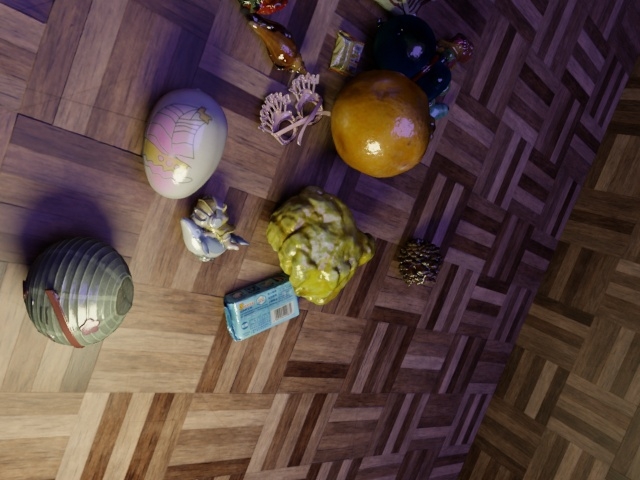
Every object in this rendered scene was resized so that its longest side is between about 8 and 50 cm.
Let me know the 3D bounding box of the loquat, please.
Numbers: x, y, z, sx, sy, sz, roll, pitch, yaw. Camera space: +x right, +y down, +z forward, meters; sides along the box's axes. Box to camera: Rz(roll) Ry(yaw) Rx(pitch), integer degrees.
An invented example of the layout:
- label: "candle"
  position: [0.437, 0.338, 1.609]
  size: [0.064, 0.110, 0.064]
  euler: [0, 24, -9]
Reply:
- label: "loquat"
  position: [0.185, -0.354, 1.401]
  size: [0.328, 0.328, 0.328]
  euler: [-15, 116, -33]

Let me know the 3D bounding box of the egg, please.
- label: "egg"
  position: [-0.338, -0.236, 1.125]
  size: [0.196, 0.196, 0.271]
  euler: [29, 90, -41]

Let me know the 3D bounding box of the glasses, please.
- label: "glasses"
  position: [-0.069, -0.382, 1.345]
  size: [0.255, 0.095, 0.162]
  euler: [-43, 123, -20]

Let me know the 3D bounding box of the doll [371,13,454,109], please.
- label: "doll"
  position: [0.292, -0.574, 1.445]
  size: [0.322, 0.186, 0.198]
  euler: [40, 94, -7]

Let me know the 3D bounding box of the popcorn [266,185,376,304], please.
- label: "popcorn"
  position: [0.002, 0.008, 1.425]
  size: [0.292, 0.293, 0.334]
  euler: [-29, 127, 10]

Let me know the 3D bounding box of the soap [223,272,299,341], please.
- label: "soap"
  position: [-0.184, 0.213, 1.493]
  size: [0.293, 0.077, 0.156]
  euler: [-18, 116, -33]

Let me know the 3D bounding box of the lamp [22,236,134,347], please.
- label: "lamp"
  position: [-0.566, 0.122, 1.072]
  size: [0.233, 0.233, 0.265]
  euler: [-24, 135, -29]

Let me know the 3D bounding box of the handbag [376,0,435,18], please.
- label: "handbag"
  position: [0.260, -0.792, 1.412]
  size: [0.235, 0.127, 0.213]
  euler: [14, 136, -45]

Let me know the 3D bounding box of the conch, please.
- label: "conch"
  position: [-0.114, -0.543, 1.254]
  size: [0.086, 0.080, 0.233]
  euler: [-49, 129, -23]

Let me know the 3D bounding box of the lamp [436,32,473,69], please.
- label: "lamp"
  position: [0.420, -0.648, 1.614]
  size: [0.253, 0.118, 0.118]
  euler: [-28, 122, -20]

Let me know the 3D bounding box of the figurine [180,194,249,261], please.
- label: "figurine"
  position: [-0.300, -0.030, 1.284]
  size: [0.208, 0.128, 0.184]
  euler: [16, 95, -49]

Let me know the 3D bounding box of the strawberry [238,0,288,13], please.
- label: "strawberry"
  position: [-0.143, -0.658, 1.183]
  size: [0.140, 0.085, 0.192]
  euler: [4, 79, -20]

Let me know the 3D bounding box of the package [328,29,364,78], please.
- label: "package"
  position: [0.082, -0.577, 1.427]
  size: [0.108, 0.031, 0.121]
  euler: [5, 109, -38]

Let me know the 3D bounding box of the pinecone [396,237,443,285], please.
- label: "pinecone"
  position: [0.393, 0.095, 1.838]
  size: [0.184, 0.179, 0.205]
  euler: [0, 118, -22]

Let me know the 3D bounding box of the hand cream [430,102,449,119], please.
- label: "hand cream"
  position: [0.392, -0.465, 1.709]
  size: [0.224, 0.048, 0.083]
  euler: [-21, 119, -23]
